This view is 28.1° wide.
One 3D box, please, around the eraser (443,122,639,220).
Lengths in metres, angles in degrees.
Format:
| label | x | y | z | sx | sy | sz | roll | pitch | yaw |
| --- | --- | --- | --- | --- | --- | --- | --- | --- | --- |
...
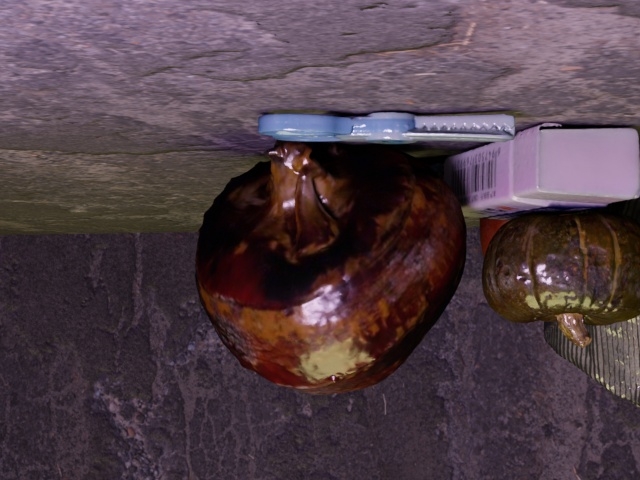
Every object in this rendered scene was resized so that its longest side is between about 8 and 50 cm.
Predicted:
| label | x | y | z | sx | sy | sz | roll | pitch | yaw |
| --- | --- | --- | --- | --- | --- | --- | --- | --- | --- |
| eraser | 0.250 | -0.075 | 1.496 | 0.130 | 0.086 | 0.287 | 1 | 177 | -14 |

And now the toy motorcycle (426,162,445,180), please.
| label | x | y | z | sx | sy | sz | roll | pitch | yaw |
| --- | --- | --- | --- | --- | --- | --- | --- | --- | --- |
| toy motorcycle | 0.150 | -0.074 | 1.728 | 0.114 | 0.076 | 0.205 | -9 | 180 | -31 |

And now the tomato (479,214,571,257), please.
| label | x | y | z | sx | sy | sz | roll | pitch | yaw |
| --- | --- | --- | --- | --- | --- | --- | --- | --- | --- |
| tomato | 0.316 | -0.026 | 1.951 | 0.167 | 0.167 | 0.167 | 0 | 177 | 0 |

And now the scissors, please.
| label | x | y | z | sx | sy | sz | roll | pitch | yaw |
| --- | --- | --- | --- | --- | --- | --- | --- | --- | --- |
| scissors | 0.068 | -0.113 | 1.294 | 0.256 | 0.030 | 0.125 | 1 | 179 | 13 |

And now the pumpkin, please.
| label | x | y | z | sx | sy | sz | roll | pitch | yaw |
| --- | --- | --- | --- | --- | --- | --- | --- | --- | --- |
| pumpkin | 0.297 | 0.048 | 1.520 | 0.218 | 0.162 | 0.219 | -3 | 173 | 0 |

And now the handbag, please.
| label | x | y | z | sx | sy | sz | roll | pitch | yaw |
| --- | --- | --- | --- | --- | --- | --- | --- | --- | --- |
| handbag | 0.450 | 0.041 | 1.696 | 0.247 | 0.341 | 0.240 | -4 | -162 | -35 |

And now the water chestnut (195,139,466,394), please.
| label | x | y | z | sx | sy | sz | roll | pitch | yaw |
| --- | --- | --- | --- | --- | --- | --- | --- | --- | --- |
| water chestnut | 0.000 | 0.000 | 1.512 | 0.350 | 0.350 | 0.302 | -2 | 135 | 32 |
